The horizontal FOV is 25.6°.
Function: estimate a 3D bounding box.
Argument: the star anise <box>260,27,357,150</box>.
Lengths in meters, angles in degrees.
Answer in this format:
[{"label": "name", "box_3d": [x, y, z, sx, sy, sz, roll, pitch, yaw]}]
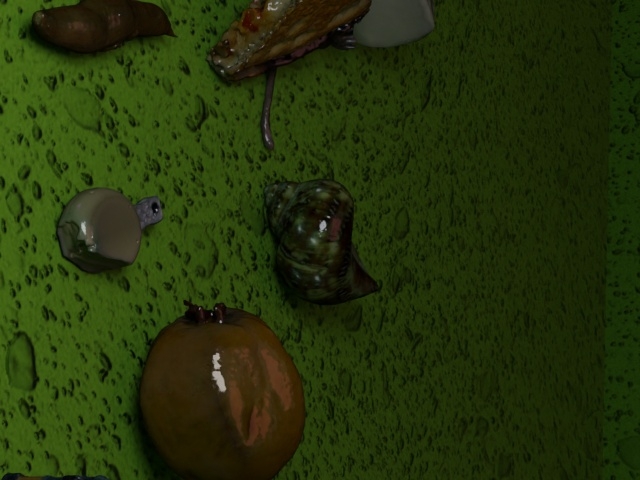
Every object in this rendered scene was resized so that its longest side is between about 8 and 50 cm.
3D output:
[{"label": "star anise", "box_3d": [-0.041, -0.253, 1.985, 0.227, 0.218, 0.148, -32, 158, -17]}]

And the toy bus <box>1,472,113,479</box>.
[{"label": "toy bus", "box_3d": [-0.255, 0.381, 1.283, 0.162, 0.194, 0.323, 59, 38, -38]}]

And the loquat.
[{"label": "loquat", "box_3d": [-0.113, 0.176, 1.606, 0.187, 0.176, 0.234, -27, 99, -61]}]

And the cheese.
[{"label": "cheese", "box_3d": [-0.225, -0.011, 1.562, 0.171, 0.047, 0.092, 8, 79, -62]}]

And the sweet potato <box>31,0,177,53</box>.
[{"label": "sweet potato", "box_3d": [-0.236, -0.243, 1.568, 0.274, 0.067, 0.067, -18, 101, -62]}]

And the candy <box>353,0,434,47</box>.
[{"label": "candy", "box_3d": [0.052, -0.472, 2.044, 0.359, 0.145, 0.208, 56, 31, -43]}]

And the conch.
[{"label": "conch", "box_3d": [-0.003, 0.000, 1.910, 0.187, 0.124, 0.182, -10, 85, -85]}]

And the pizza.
[{"label": "pizza", "box_3d": [-0.037, -0.302, 1.790, 0.074, 0.251, 0.288, 49, -12, 13]}]
